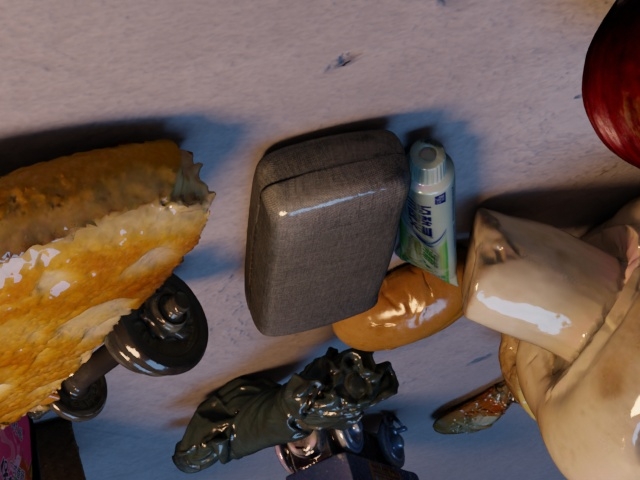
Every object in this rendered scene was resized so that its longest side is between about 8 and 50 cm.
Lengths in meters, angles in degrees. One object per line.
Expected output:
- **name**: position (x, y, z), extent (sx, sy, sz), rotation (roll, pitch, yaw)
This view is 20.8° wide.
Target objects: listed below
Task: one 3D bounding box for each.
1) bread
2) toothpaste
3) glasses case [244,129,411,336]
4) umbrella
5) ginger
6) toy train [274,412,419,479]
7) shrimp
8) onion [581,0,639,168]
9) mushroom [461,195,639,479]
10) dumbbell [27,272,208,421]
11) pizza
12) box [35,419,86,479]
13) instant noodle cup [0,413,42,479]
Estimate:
- **bread**: position (0.096, 0.071, 1.849), extent (0.189, 0.077, 0.114), rotation (-26, 153, 29)
- **toothpaste**: position (0.100, -0.021, 1.643), extent (0.074, 0.048, 0.297), rotation (26, 162, 13)
- **glasses case**: position (0.000, 0.000, 1.589), extent (0.131, 0.074, 0.323), rotation (-12, 159, -9)
- **umbrella**: position (-0.063, 0.197, 2.001), extent (0.143, 0.094, 0.349), rotation (0, 161, -38)
- **ginger**: position (0.306, 0.159, 2.192), extent (0.086, 0.131, 0.294), rotation (-40, 161, 26)
- **toy train**: position (0.045, 0.326, 2.267), extent (0.131, 0.202, 0.299), rotation (-23, 159, 19)
- **shrimp**: position (0.221, 0.234, 2.396), extent (0.091, 0.043, 0.184), rotation (2, 154, -33)
- **onion**: position (0.338, -0.102, 1.326), extent (0.273, 0.285, 0.273), rotation (-7, -166, 2)
- **mushroom**: position (0.314, 0.108, 1.783), extent (0.353, 0.353, 0.325), rotation (-15, 143, -6)
- **dumbbell**: position (-0.206, 0.114, 1.659), extent (0.110, 0.110, 0.254), rotation (5, 149, -45)
- **pizza**: position (-0.303, 0.068, 1.458), extent (0.439, 0.130, 0.406), rotation (-24, 162, -13)
- **box**: position (-0.314, 0.365, 1.989), extent (0.143, 0.273, 0.184), rotation (-14, 159, -10)
- **instant noodle cup**: position (-0.398, 0.262, 1.753), extent (0.181, 0.258, 0.302), rotation (-4, 126, 6)
